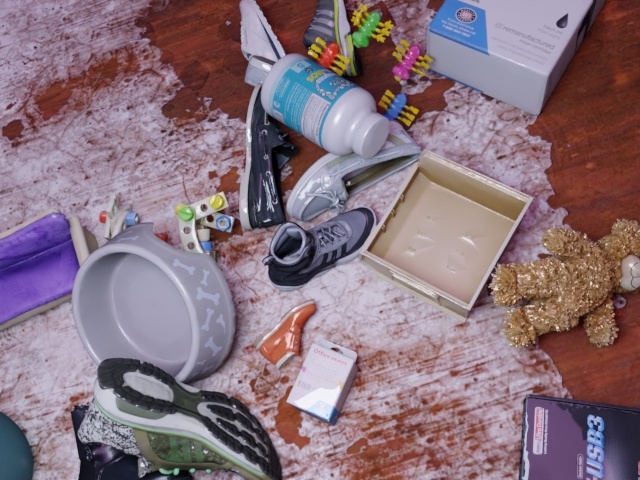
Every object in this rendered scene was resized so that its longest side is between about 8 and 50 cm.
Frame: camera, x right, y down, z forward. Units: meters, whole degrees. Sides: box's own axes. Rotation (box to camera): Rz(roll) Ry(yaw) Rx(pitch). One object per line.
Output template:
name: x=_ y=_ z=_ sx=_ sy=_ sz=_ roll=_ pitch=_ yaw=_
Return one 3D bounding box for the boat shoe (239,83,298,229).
boat shoe: x=-0.107 y=-0.189 z=1.537 sx=0.113 sy=0.127 sz=0.340 roll=1 pitch=71 yaw=9

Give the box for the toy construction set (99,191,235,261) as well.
toy construction set: x=-0.351 y=-0.007 z=1.494 sx=0.327 sy=0.151 sz=0.215 roll=5 pitch=94 yaw=20

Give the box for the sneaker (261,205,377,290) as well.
sneaker: x=0.000 y=0.000 z=1.429 sx=0.268 sy=0.153 sz=0.101 roll=-33 pitch=68 yaw=-4

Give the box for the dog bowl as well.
dog bowl: x=-0.342 y=0.143 z=1.366 sx=0.348 sy=0.102 sz=0.349 roll=7 pitch=108 yaw=24

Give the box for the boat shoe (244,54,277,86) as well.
boat shoe: x=-0.072 y=-0.355 z=1.623 sx=0.227 sy=0.079 sz=0.081 roll=26 pitch=115 yaw=-1

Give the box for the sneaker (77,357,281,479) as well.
sneaker: x=-0.262 y=0.372 z=1.285 sx=0.410 sy=0.158 sz=0.182 roll=32 pitch=109 yaw=-18

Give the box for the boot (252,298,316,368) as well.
boot: x=-0.055 y=0.192 z=1.420 sx=0.158 sy=0.059 sz=0.084 roll=-44 pitch=71 yaw=1

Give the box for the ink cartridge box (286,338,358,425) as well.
ink cartridge box: x=0.010 y=0.275 z=1.354 sx=0.092 sy=0.090 sz=0.143 roll=21 pitch=73 yaw=17

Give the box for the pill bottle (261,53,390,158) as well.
pill bottle: x=0.014 y=-0.271 z=1.429 sx=0.264 sy=0.146 sz=0.146 roll=35 pitch=78 yaw=25

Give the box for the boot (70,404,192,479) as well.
boot: x=-0.380 y=0.405 z=1.368 sx=0.246 sy=0.094 sz=0.207 roll=-13 pitch=71 yaw=11

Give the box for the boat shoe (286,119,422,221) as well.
boat shoe: x=0.070 y=-0.138 z=1.494 sx=0.320 sy=0.118 sz=0.103 roll=-34 pitch=63 yaw=-11

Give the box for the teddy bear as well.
teddy bear: x=0.483 y=0.085 z=1.299 sx=0.338 sy=0.113 sz=0.245 roll=-3 pitch=88 yaw=-5

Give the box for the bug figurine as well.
bug figurine: x=0.117 y=-0.386 z=1.547 sx=0.279 sy=0.072 sz=0.216 roll=36 pitch=94 yaw=-9

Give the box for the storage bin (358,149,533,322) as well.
storage bin: x=0.248 y=-0.014 z=1.408 sx=0.260 sy=0.123 sz=0.262 roll=28 pitch=76 yaw=18

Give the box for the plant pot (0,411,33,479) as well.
plant pot: x=-0.701 y=0.447 z=1.332 sx=0.293 sy=0.235 sz=0.293 roll=-4 pitch=69 yaw=9

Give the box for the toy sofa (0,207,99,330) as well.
toy sofa: x=-0.666 y=0.086 z=1.500 sx=0.362 sy=0.177 sz=0.150 roll=-24 pitch=66 yaw=-1

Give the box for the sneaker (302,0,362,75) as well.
sneaker: x=0.011 y=-0.516 z=1.657 sx=0.121 sy=0.111 sz=0.300 roll=-15 pitch=66 yaw=7

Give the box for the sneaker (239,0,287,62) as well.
sneaker: x=-0.160 y=-0.500 z=1.693 sx=0.095 sy=0.090 sz=0.235 roll=-30 pitch=65 yaw=8

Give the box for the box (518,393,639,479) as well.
box: x=0.502 y=0.439 z=1.218 sx=0.293 sy=0.073 sz=0.295 roll=6 pitch=70 yaw=11

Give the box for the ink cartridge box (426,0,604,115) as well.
ink cartridge box: x=0.456 y=-0.525 z=1.547 sx=0.285 sy=0.166 sz=0.395 roll=28 pitch=76 yaw=18
